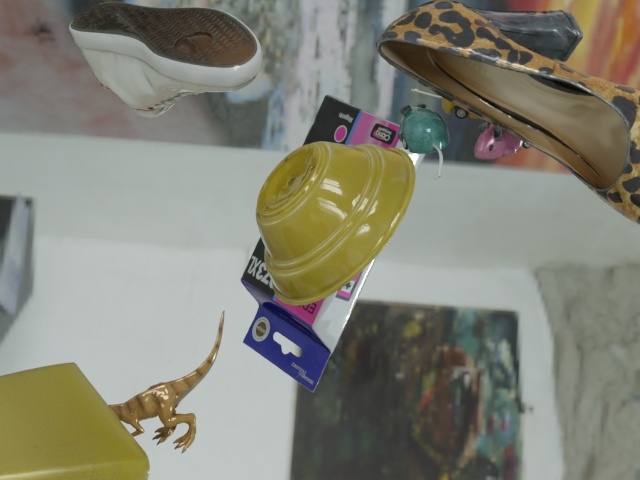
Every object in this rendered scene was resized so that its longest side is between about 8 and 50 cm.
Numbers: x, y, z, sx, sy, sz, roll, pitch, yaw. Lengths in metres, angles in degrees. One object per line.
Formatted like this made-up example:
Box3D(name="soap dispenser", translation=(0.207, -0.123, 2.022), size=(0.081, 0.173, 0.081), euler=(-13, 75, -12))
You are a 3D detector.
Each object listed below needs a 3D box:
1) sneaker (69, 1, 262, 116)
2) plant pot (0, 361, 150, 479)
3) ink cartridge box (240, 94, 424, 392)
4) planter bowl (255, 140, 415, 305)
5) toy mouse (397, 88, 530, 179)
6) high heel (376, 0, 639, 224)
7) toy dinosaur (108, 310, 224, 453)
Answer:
Box3D(name="sneaker", translation=(-0.163, -0.197, 1.415), size=(0.106, 0.290, 0.123), euler=(-41, 131, -29))
Box3D(name="plant pot", translation=(-0.310, 0.254, 1.183), size=(0.212, 0.187, 0.212), euler=(37, -64, 52))
Box3D(name="ink cartridge box", translation=(0.000, 0.000, 1.655), size=(0.176, 0.069, 0.371), euler=(29, -82, 47))
Box3D(name="planter bowl", translation=(-0.006, -0.042, 1.352), size=(0.217, 0.090, 0.217), euler=(-37, -151, 24))
Box3D(name="toy mouse", translation=(0.120, -0.097, 1.022), size=(0.143, 0.161, 0.031), euler=(-48, 141, -47))
Box3D(name="high heel", translation=(0.159, -0.084, 0.919), size=(0.261, 0.186, 0.093), euler=(63, -34, 36))
Box3D(name="toy dinosaur", translation=(-0.178, 0.185, 1.432), size=(0.064, 0.211, 0.112), euler=(47, -19, 58))
